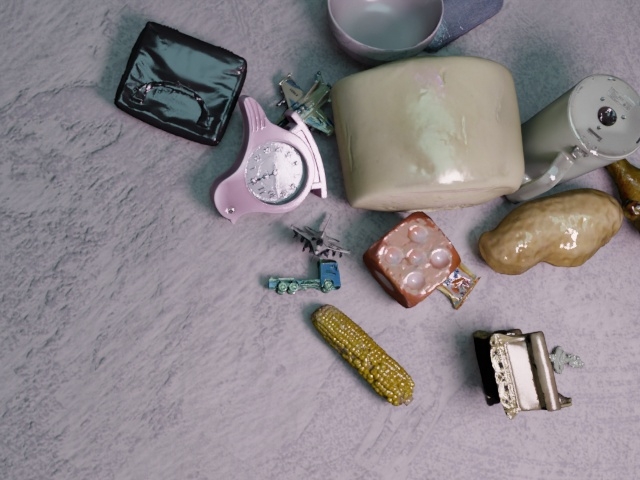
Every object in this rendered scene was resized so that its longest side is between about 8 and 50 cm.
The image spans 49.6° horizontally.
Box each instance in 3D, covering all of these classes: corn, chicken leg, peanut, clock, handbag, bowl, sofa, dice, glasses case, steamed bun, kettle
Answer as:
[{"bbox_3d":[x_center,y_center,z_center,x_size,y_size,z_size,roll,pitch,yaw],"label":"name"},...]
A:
[{"bbox_3d":[0.105,0.275,1.657,0.320,0.097,0.097,45,77,1],"label":"corn"},{"bbox_3d":[0.839,-0.141,1.826,0.211,0.140,0.361,7,54,-47],"label":"chicken leg"},{"bbox_3d":[0.582,-0.016,1.751,0.387,0.169,0.192,-15,89,-9],"label":"peanut"},{"bbox_3d":[-0.146,-0.197,1.635,0.275,0.080,0.290,-21,107,-10],"label":"clock"},{"bbox_3d":[-0.335,-0.375,1.673,0.275,0.088,0.244,21,81,-10],"label":"handbag"},{"bbox_3d":[0.154,-0.551,1.740,0.286,0.144,0.287,1,68,-3],"label":"bowl"},{"bbox_3d":[0.483,0.298,1.642,0.182,0.258,0.200,-13,83,1],"label":"sofa"},{"bbox_3d":[0.218,0.045,1.659,0.179,0.174,0.175,-42,85,-7],"label":"dice"},{"bbox_3d":[0.367,-0.604,1.845,0.282,0.067,0.109,-34,92,-15],"label":"glasses case"},{"bbox_3d":[0.270,-0.257,1.642,0.455,0.290,0.371,-7,90,-14],"label":"steamed bun"},{"bbox_3d":[0.612,-0.228,1.704,0.205,0.318,0.265,10,79,-12],"label":"kettle"}]

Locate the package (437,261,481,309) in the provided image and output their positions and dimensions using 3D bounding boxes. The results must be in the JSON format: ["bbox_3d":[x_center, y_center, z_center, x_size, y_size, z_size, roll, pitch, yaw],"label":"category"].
[{"bbox_3d":[0.337,0.098,1.754,0.120,0.031,0.108,42,79,-1],"label":"package"}]

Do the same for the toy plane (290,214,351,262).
[{"bbox_3d":[-0.005,0.011,1.629,0.160,0.234,0.082,25,115,-1],"label":"toy plane"}]

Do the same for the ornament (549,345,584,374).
[{"bbox_3d":[0.620,0.306,1.773,0.092,0.041,0.069,-16,79,-3],"label":"ornament"}]

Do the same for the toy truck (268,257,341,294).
[{"bbox_3d":[-0.040,0.087,1.673,0.175,0.067,0.081,-2,77,-7],"label":"toy truck"}]

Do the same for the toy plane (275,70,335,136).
[{"bbox_3d":[-0.067,-0.305,1.719,0.262,0.088,0.192,-41,85,-3],"label":"toy plane"}]
